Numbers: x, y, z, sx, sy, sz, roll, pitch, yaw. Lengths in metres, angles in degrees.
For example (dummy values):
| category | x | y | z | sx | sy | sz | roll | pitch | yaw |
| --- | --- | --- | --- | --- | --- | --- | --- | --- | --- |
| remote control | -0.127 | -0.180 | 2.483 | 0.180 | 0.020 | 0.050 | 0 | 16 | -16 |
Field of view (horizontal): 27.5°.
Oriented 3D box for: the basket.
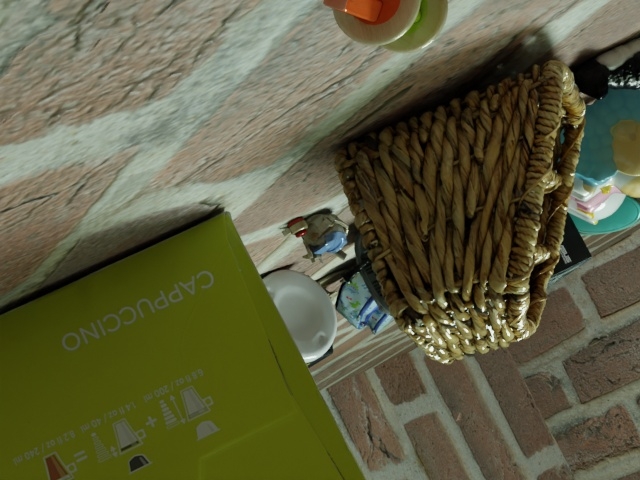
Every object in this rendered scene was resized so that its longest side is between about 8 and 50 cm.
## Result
| category | x | y | z | sx | sy | sz | roll | pitch | yaw |
| --- | --- | --- | --- | --- | --- | --- | --- | --- | --- |
| basket | 0.173 | -0.015 | 1.220 | 0.223 | 0.213 | 0.299 | -22 | 171 | 11 |

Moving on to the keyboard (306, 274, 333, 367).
| category | x | y | z | sx | sy | sz | roll | pitch | yaw |
| --- | --- | --- | --- | --- | --- | --- | --- | --- | --- |
| keyboard | -0.083 | 0.192 | 1.750 | 0.033 | 0.201 | 0.317 | 12 | 149 | -34 |

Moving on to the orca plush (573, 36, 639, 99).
| category | x | y | z | sx | sy | sz | roll | pitch | yaw |
| --- | --- | --- | --- | --- | --- | --- | --- | --- | --- |
| orca plush | 0.393 | -0.185 | 1.282 | 0.287 | 0.102 | 0.151 | -24 | 170 | -17 |

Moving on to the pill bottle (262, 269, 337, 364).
| category | x | y | z | sx | sy | sz | roll | pitch | yaw |
| --- | --- | --- | --- | --- | --- | --- | --- | --- | --- |
| pill bottle | -0.081 | 0.128 | 1.631 | 0.119 | 0.119 | 0.208 | -19 | 168 | -39 |

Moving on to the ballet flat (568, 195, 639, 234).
| category | x | y | z | sx | sy | sz | roll | pitch | yaw |
| --- | --- | --- | --- | --- | --- | --- | --- | --- | --- |
| ballet flat | 0.368 | -0.049 | 1.917 | 0.247 | 0.083 | 0.087 | -12 | -163 | 37 |

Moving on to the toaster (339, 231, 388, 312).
| category | x | y | z | sx | sy | sz | roll | pitch | yaw |
| --- | --- | --- | --- | --- | --- | --- | --- | --- | --- |
| toaster | 0.129 | 0.018 | 1.583 | 0.227 | 0.129 | 0.146 | -27 | 173 | -4 |

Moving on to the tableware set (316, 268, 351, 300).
| category | x | y | z | sx | sy | sz | roll | pitch | yaw |
| --- | --- | --- | --- | --- | --- | --- | --- | --- | --- |
| tableware set | -0.030 | 0.087 | 1.847 | 0.169 | 0.020 | 0.141 | -24 | 170 | -17 |

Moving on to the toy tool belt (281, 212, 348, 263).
| category | x | y | z | sx | sy | sz | roll | pitch | yaw |
| --- | --- | --- | --- | --- | --- | --- | --- | --- | --- |
| toy tool belt | 0.000 | 0.000 | 1.368 | 0.052 | 0.051 | 0.083 | -31 | 169 | 25 |

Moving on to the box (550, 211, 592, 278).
| category | x | y | z | sx | sy | sz | roll | pitch | yaw |
| --- | --- | --- | --- | --- | --- | --- | --- | --- | --- |
| box | 0.282 | -0.004 | 1.808 | 0.078 | 0.147 | 0.180 | -24 | 169 | -14 |

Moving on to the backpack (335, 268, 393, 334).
| category | x | y | z | sx | sy | sz | roll | pitch | yaw |
| --- | --- | --- | --- | --- | --- | --- | --- | --- | --- |
| backpack | 0.079 | 0.069 | 1.812 | 0.105 | 0.084 | 0.114 | -48 | 166 | -16 |

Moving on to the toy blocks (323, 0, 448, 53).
| category | x | y | z | sx | sy | sz | roll | pitch | yaw |
| --- | --- | --- | --- | --- | --- | --- | --- | --- | --- |
| toy blocks | 0.052 | -0.152 | 0.696 | 0.123 | 0.054 | 0.148 | -30 | 170 | 19 |

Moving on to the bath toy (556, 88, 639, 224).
| category | x | y | z | sx | sy | sz | roll | pitch | yaw |
| --- | --- | --- | --- | --- | --- | --- | --- | --- | --- |
| bath toy | 0.340 | -0.098 | 1.566 | 0.129 | 0.151 | 0.348 | -62 | 169 | 0 |

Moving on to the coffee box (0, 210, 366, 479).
| category | x | y | z | sx | sy | sz | roll | pitch | yaw |
| --- | --- | --- | --- | --- | --- | --- | --- | --- | --- |
| coffee box | -0.167 | 0.221 | 1.237 | 0.338 | 0.338 | 0.334 | -25 | 170 | -11 |
